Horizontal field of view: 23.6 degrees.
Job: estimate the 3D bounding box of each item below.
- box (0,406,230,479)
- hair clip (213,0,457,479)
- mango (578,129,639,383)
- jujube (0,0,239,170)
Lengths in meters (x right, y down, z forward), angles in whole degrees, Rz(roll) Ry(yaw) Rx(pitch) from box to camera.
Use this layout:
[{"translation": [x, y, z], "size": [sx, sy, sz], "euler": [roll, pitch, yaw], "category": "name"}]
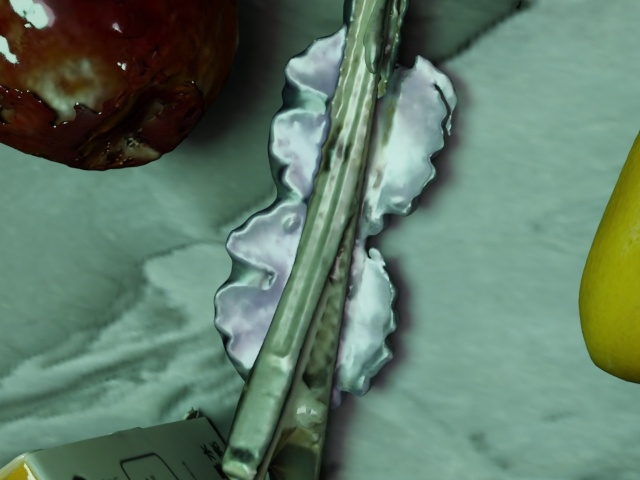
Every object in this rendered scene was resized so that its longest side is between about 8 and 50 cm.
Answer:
[{"translation": [-0.053, 0.225, 0.760], "size": [0.091, 0.221, 0.274], "euler": [-39, 80, 14], "category": "box"}, {"translation": [0.000, 0.000, 0.813], "size": [0.106, 0.084, 0.292], "euler": [15, 91, 25], "category": "hair clip"}, {"translation": [0.205, -0.018, 0.705], "size": [0.219, 0.112, 0.145], "euler": [-51, 51, 12], "category": "mango"}, {"translation": [-0.149, -0.147, 0.812], "size": [0.183, 0.183, 0.243], "euler": [-44, 69, 16], "category": "jujube"}]
